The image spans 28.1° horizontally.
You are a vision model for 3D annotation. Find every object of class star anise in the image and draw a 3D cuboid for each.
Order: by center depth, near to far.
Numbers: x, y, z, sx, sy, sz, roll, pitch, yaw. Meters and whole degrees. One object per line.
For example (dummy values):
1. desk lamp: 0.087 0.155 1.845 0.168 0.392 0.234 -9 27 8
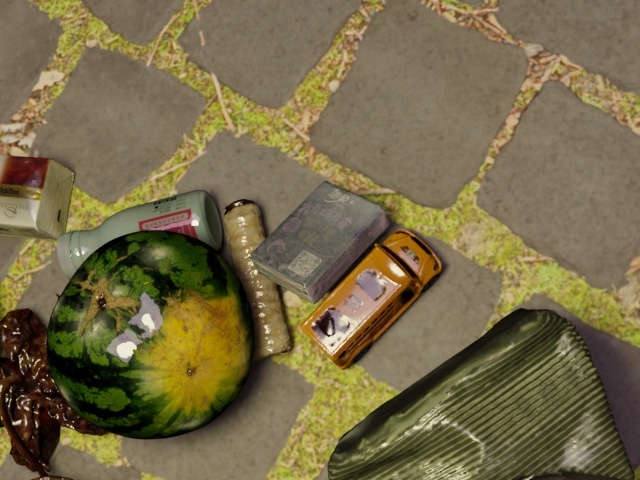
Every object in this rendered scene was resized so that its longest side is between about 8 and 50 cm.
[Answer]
1. star anise: -0.387 0.197 1.712 0.220 0.126 0.190 34 83 21

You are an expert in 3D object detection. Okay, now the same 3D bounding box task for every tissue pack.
1. tissue pack: 0.000 0.000 1.659 0.112 0.051 0.156 27 64 39
2. tissue pack: -0.438 -0.063 1.791 0.148 0.099 0.106 4 78 15

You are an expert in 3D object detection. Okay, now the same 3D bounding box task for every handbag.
1. handbag: 0.195 0.253 1.508 0.340 0.247 0.240 -34 84 1

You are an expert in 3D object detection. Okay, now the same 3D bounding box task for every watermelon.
1. watermelon: -0.210 0.120 1.617 0.268 0.269 0.269 -3 77 13

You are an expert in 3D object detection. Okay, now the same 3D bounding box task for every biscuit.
1. biscuit: -0.088 0.053 1.706 0.061 0.055 0.219 -19 73 14

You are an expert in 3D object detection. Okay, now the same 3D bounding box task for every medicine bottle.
1. medicine bottle: -0.247 -0.002 1.738 0.216 0.090 0.091 -14 75 11

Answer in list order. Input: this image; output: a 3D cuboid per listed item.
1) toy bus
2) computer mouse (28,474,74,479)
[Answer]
1. toy bus: 0.066 0.071 1.648 0.194 0.088 0.083 -46 73 -1
2. computer mouse: -0.357 0.466 1.642 0.182 0.116 0.323 8 83 -1
